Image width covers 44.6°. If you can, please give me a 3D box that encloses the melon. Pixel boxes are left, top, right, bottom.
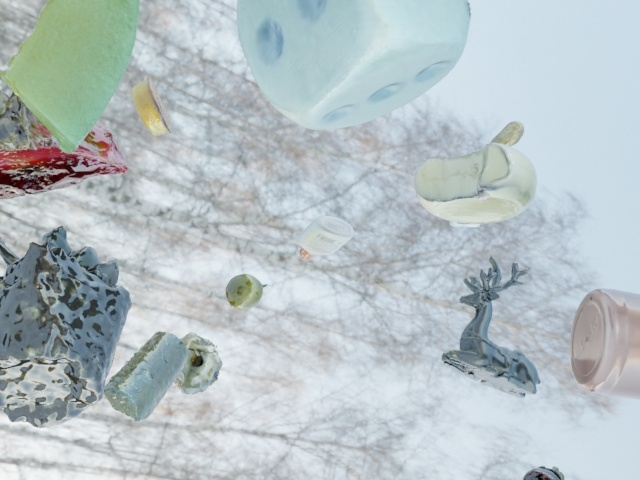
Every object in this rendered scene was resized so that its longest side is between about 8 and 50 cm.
[{"bbox_3d":[-0.246,-0.218,0.802,0.053,0.113,0.262,146,-40,-69],"label":"melon"}]

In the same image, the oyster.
[{"bbox_3d":[-0.333,0.311,2.037,0.166,0.110,0.341,-63,169,-2],"label":"oyster"}]

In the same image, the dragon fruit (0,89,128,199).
[{"bbox_3d":[-0.398,-0.143,1.022,0.211,0.261,0.134,137,-61,-75],"label":"dragon fruit"}]

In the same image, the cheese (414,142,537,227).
[{"bbox_3d":[0.229,-0.059,1.084,0.163,0.249,0.071,-3,-107,26],"label":"cheese"}]

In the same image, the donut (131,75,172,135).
[{"bbox_3d":[-0.421,-0.330,1.942,0.058,0.152,0.152,-22,-136,1],"label":"donut"}]

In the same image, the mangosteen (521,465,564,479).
[{"bbox_3d":[0.404,0.446,1.406,0.081,0.081,0.081,-30,-131,42],"label":"mangosteen"}]

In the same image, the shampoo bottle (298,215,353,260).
[{"bbox_3d":[0.000,0.000,1.994,0.221,0.108,0.051,137,-34,-62],"label":"shampoo bottle"}]

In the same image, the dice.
[{"bbox_3d":[0.048,-0.343,1.209,0.262,0.268,0.265,-33,-102,45],"label":"dice"}]

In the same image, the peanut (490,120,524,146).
[{"bbox_3d":[0.449,-0.242,1.893,0.113,0.054,0.054,-48,-142,18],"label":"peanut"}]

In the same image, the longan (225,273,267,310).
[{"bbox_3d":[-0.137,0.095,1.460,0.075,0.083,0.075,33,-50,50],"label":"longan"}]

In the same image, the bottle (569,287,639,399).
[{"bbox_3d":[0.574,0.175,1.281,0.206,0.296,0.173,-95,-167,-81],"label":"bottle"}]

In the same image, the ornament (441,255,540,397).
[{"bbox_3d":[0.341,0.149,1.443,0.080,0.202,0.236,-38,-149,62],"label":"ornament"}]

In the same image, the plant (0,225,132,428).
[{"bbox_3d":[-0.364,0.098,1.051,0.188,0.199,0.276,-40,-144,21],"label":"plant"}]

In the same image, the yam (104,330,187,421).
[{"bbox_3d":[-0.339,0.268,1.497,0.106,0.106,0.259,-52,-178,23],"label":"yam"}]
